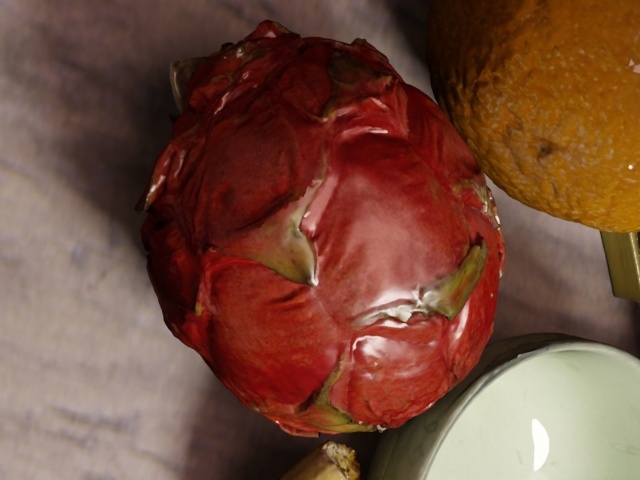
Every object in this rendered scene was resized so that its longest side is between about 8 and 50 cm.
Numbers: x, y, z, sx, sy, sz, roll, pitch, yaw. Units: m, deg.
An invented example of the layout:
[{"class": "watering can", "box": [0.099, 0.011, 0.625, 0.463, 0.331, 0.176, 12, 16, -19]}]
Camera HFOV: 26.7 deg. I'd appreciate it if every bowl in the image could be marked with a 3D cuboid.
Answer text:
[{"class": "bowl", "box": [0.164, 0.225, 1.194, 0.307, 0.163, 0.307, -4, 97, -29]}]

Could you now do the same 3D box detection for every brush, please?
[{"class": "brush", "box": [0.337, 0.070, 1.307, 0.047, 0.103, 0.233, -22, 107, -29]}]

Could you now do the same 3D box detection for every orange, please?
[{"class": "orange", "box": [0.265, -0.187, 1.125, 0.322, 0.322, 0.357, 51, 63, -23]}]

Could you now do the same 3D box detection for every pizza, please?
[{"class": "pizza", "box": [-0.018, 0.235, 1.126, 0.182, 0.161, 0.062, -45, 75, 16]}]

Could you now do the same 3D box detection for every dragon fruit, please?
[{"class": "dragon fruit", "box": [0.000, 0.000, 1.020, 0.277, 0.277, 0.342, -33, 97, -21]}]
